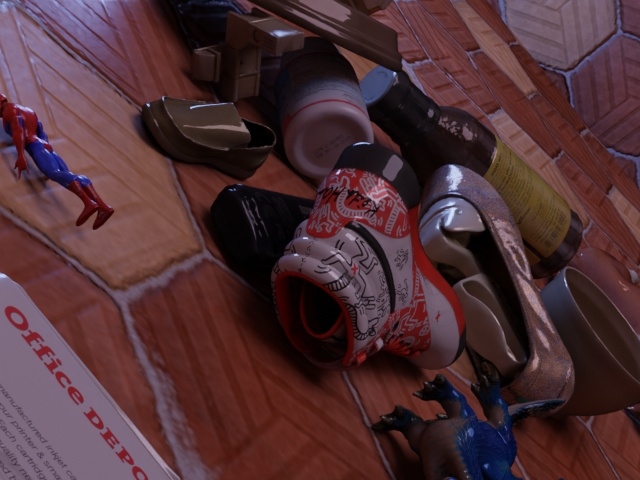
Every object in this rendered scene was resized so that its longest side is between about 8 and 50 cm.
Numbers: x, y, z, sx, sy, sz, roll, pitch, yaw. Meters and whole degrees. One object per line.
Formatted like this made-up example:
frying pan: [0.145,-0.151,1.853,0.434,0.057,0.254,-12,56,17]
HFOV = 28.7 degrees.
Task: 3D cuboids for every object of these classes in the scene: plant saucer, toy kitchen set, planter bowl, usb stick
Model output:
plant saucer: [-0.035,-0.248,1.275,0.278,0.041,0.278,25,9,-4]
toy kitchen set: [-0.068,-0.158,1.138,0.068,0.083,0.075,-19,38,-38]
planter bowl: [0.270,0.123,1.340,0.162,0.109,0.162,43,23,-22]
usb stick: [0.000,0.000,1.083,0.278,0.045,0.077,10,53,-61]

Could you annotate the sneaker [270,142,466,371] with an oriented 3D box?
sneaker: [0.038,0.060,1.012,0.145,0.090,0.270,-58,147,-29]

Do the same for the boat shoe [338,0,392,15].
boat shoe: [-0.009,-0.399,1.650,0.302,0.103,0.113,38,24,-32]

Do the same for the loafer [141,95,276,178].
loafer: [-0.091,-0.094,1.043,0.148,0.050,0.056,14,41,-58]

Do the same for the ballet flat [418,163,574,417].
ballet flat: [0.161,0.035,1.280,0.106,0.107,0.316,13,40,-44]

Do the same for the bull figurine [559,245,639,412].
bull figurine: [0.427,0.139,1.657,0.188,0.101,0.310,23,36,-58]

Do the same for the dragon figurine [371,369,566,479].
dragon figurine: [0.134,0.185,0.987,0.289,0.085,0.144,14,41,-57]

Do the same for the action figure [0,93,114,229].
action figure: [-0.182,-0.055,0.820,0.115,0.030,0.038,51,15,15]

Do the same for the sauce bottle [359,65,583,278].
sauce bottle: [0.178,-0.085,1.498,0.344,0.111,0.111,40,23,-31]

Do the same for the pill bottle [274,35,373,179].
pill bottle: [-0.001,-0.138,1.251,0.087,0.087,0.160,38,23,-30]

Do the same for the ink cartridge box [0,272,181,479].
ink cartridge box: [-0.158,0.114,0.502,0.148,0.086,0.203,51,20,1]
